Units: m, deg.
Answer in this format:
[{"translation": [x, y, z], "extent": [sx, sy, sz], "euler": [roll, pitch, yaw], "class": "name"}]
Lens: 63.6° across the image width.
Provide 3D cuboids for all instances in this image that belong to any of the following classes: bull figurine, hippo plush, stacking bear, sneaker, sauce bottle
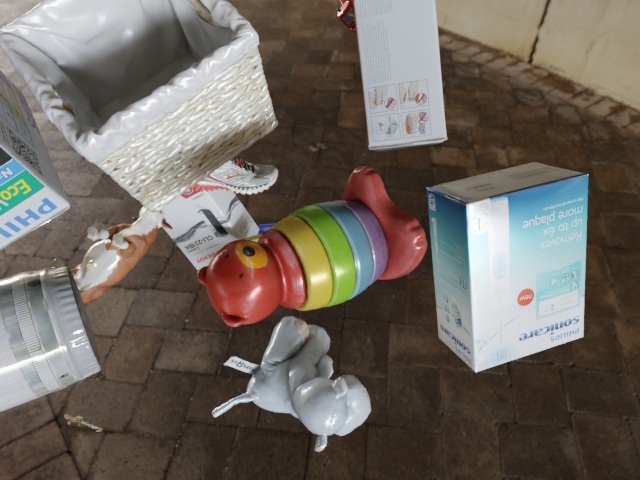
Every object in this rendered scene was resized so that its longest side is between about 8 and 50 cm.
[{"translation": [-0.476, 0.029, 1.171], "extent": [0.101, 0.188, 0.310], "euler": [41, 92, 9], "class": "bull figurine"}, {"translation": [-0.019, 0.294, 1.092], "extent": [0.237, 0.234, 0.294], "euler": [8, -8, 45], "class": "hippo plush"}, {"translation": [-0.025, 0.028, 0.741], "extent": [0.289, 0.164, 0.175], "euler": [-20, 60, -28], "class": "stacking bear"}, {"translation": [-0.206, -0.163, 1.195], "extent": [0.226, 0.092, 0.088], "euler": [-1, 36, -21], "class": "sneaker"}, {"translation": [-0.197, 0.013, 1.351], "extent": [0.128, 0.042, 0.042], "euler": [-15, 44, -35], "class": "sauce bottle"}]

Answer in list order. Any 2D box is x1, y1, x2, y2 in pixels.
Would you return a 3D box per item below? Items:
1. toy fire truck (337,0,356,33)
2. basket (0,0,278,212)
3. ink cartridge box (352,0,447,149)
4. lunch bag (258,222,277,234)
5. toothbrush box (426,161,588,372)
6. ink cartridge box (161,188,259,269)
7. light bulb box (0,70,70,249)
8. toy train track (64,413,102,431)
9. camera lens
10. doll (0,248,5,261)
[{"translation": [0.043, -0.522, 1.066], "extent": [0.135, 0.047, 0.191], "euler": [27, 45, -27], "class": "toy fire truck"}, {"translation": [-0.302, -0.279, 0.919], "extent": [0.331, 0.266, 0.328], "euler": [-38, 67, -10], "class": "basket"}, {"translation": [0.141, -0.318, 0.916], "extent": [0.130, 0.309, 0.272], "euler": [-5, 7, 11], "class": "ink cartridge box"}, {"translation": [0.000, 0.000, 1.539], "extent": [0.294, 0.221, 0.138], "euler": [-17, 70, 29], "class": "lunch bag"}, {"translation": [0.311, 0.040, 0.862], "extent": [0.217, 0.295, 0.126], "euler": [-13, 22, -13], "class": "toothbrush box"}, {"translation": [-0.332, -0.073, 1.443], "extent": [0.197, 0.272, 0.114], "euler": [-22, 27, 25], "class": "ink cartridge box"}, {"translation": [-0.584, -0.190, 0.693], "extent": [0.225, 0.361, 0.358], "euler": [-34, 57, -7], "class": "light bulb box"}, {"translation": [-0.504, 0.391, 1.094], "extent": [0.083, 0.048, 0.014], "euler": [37, 42, -28], "class": "toy train track"}, {"translation": [-0.550, 0.179, 0.889], "extent": [0.275, 0.219, 0.219], "euler": [-19, 47, -22], "class": "camera lens"}, {"translation": [-0.826, 0.033, 1.230], "extent": [0.189, 0.129, 0.046], "euler": [-6, 62, 21], "class": "doll"}]
